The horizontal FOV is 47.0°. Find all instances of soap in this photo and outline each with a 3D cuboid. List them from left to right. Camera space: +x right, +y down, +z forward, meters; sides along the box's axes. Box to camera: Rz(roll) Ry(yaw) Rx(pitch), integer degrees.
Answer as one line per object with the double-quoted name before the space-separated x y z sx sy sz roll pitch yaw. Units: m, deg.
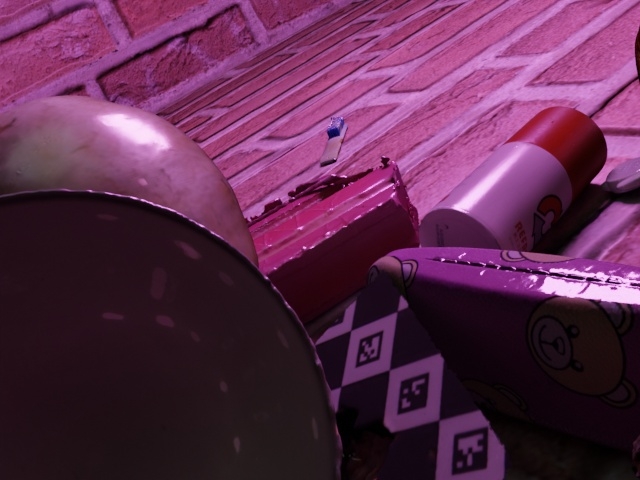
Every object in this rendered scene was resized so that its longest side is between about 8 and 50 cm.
"soap" 0.000 0.000 0.842 0.250 0.099 0.162 -31 23 -11

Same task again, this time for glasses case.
"glasses case" 0.151 0.069 0.505 0.076 0.123 0.316 -38 26 -29

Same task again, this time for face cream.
"face cream" 0.199 -0.047 0.743 0.095 0.096 0.214 4 36 49

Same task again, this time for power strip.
"power strip" 0.328 -0.065 0.744 0.083 0.035 0.055 -19 20 50

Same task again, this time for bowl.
"bowl" -0.161 0.148 0.483 0.337 0.337 0.157 -31 -9 -13

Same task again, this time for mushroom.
"mushroom" -0.219 0.042 0.703 0.352 0.352 0.260 -13 5 27

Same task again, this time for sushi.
"sushi" 0.015 0.164 0.497 0.231 0.047 0.220 -48 27 10

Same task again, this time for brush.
"brush" 0.024 -0.180 1.299 0.033 0.030 0.178 -8 26 13

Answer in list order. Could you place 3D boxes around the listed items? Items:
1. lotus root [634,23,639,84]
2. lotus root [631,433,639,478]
"lotus root" 0.403 -0.180 0.701 0.179 0.196 0.397 -52 6 44
"lotus root" 0.233 0.128 0.314 0.120 0.120 0.209 -37 24 -25
